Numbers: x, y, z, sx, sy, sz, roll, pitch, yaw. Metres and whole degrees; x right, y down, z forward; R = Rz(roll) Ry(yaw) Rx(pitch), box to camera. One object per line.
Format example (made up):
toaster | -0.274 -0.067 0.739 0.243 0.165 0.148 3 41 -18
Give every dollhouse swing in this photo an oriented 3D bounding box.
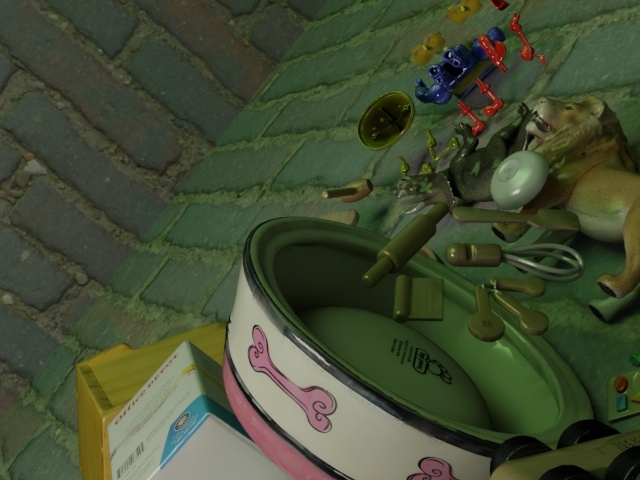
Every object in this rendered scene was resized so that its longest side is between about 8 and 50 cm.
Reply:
dollhouse swing | -0.286 0.343 1.750 0.347 0.305 0.315 -162 70 -66

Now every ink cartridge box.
ink cartridge box | -0.181 0.322 1.401 0.198 0.197 0.270 -48 22 3

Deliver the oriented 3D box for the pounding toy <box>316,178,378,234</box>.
pounding toy | 0.000 0.000 1.650 0.154 0.155 0.269 -24 32 38

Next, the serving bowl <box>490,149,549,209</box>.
serving bowl | 0.242 -0.079 1.149 0.083 0.027 0.083 -37 34 31

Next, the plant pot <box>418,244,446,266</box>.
plant pot | 0.103 0.125 1.306 0.237 0.110 0.237 -36 28 23

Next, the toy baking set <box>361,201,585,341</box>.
toy baking set | 0.171 0.026 0.992 0.256 0.197 0.030 -46 -29 -42

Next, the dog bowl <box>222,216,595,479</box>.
dog bowl | 0.077 0.143 0.994 0.150 0.408 0.408 -62 17 19

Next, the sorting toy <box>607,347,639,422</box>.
sorting toy | 0.329 0.150 0.980 0.062 0.012 0.083 -32 28 36

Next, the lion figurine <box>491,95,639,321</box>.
lion figurine | 0.360 -0.043 1.122 0.240 0.142 0.392 -42 36 -4

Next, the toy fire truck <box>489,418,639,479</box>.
toy fire truck | 0.266 0.274 0.720 0.217 0.246 0.158 -11 5 -10

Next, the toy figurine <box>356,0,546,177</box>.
toy figurine | 0.260 -0.282 1.730 0.362 0.191 0.217 -47 -9 24

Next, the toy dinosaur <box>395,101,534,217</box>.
toy dinosaur | 0.269 -0.116 1.440 0.314 0.121 0.160 -15 51 47
